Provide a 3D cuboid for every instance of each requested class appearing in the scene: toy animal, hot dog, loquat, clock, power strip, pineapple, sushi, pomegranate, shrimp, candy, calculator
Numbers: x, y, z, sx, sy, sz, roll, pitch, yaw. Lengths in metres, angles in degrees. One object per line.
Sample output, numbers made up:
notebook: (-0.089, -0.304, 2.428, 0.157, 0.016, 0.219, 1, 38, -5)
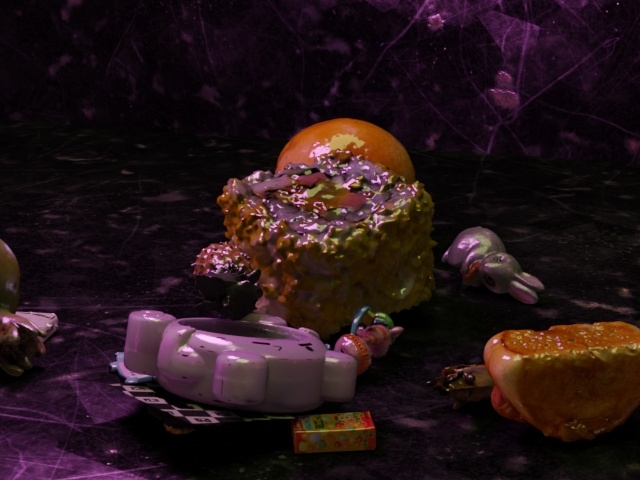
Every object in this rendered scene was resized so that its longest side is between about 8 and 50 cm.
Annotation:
toy animal: (0.059, 0.171, 2.041, 0.100, 0.103, 0.208, 2, 17, 42)
hot dog: (0.375, 0.214, 1.798, 0.256, 0.153, 0.150, -5, 21, -8)
toy animal: (0.352, 0.049, 2.435, 0.108, 0.138, 0.236, 30, -5, -31)
loquat: (0.054, -0.111, 2.638, 0.328, 0.329, 0.328, 0, 16, 0)
clock: (-0.121, 0.187, 1.869, 0.295, 0.114, 0.322, 4, 4, -38)
power strip: (-0.580, 0.157, 2.211, 0.192, 0.035, 0.081, 3, 16, 9)
pineapple: (-0.152, 0.073, 1.947, 0.119, 0.111, 0.237, -24, 13, -6)
sushi: (-0.188, 0.261, 1.800, 0.192, 0.043, 0.279, 4, 4, -38)
pomegranate: (-0.598, 0.099, 2.076, 0.305, 0.242, 0.242, 12, 18, 10)
shrimp: (0.218, 0.234, 1.896, 0.117, 0.066, 0.262, -6, -5, 38)
sushi: (0.000, 0.000, 2.288, 0.351, 0.240, 0.396, -23, 33, -26)
candy: (0.019, 0.283, 1.762, 0.121, 0.038, 0.062, -2, 16, -6)
calculator: (-0.312, 0.215, 2.037, 0.094, 0.019, 0.141, -9, 18, -20)

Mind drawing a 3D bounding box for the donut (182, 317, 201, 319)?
donut: (-0.207, 0.179, 2.098, 0.151, 0.058, 0.152, 2, 16, -1)
